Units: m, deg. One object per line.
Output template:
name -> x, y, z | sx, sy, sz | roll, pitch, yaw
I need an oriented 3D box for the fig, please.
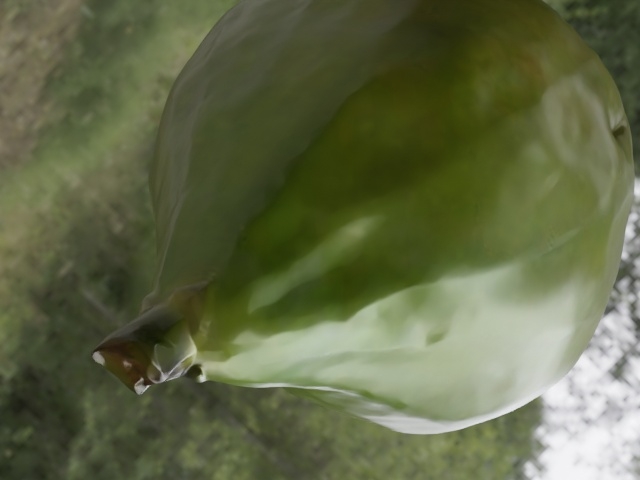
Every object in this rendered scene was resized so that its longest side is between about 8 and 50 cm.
fig -> 0.022, 0.009, 0.736 | 0.233, 0.233, 0.314 | -35, -154, 40
